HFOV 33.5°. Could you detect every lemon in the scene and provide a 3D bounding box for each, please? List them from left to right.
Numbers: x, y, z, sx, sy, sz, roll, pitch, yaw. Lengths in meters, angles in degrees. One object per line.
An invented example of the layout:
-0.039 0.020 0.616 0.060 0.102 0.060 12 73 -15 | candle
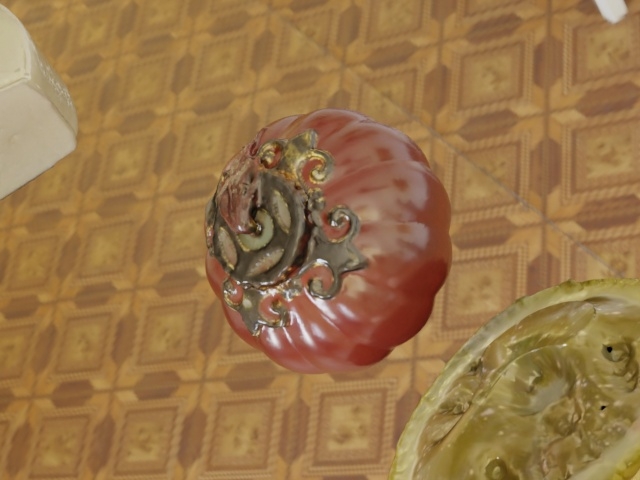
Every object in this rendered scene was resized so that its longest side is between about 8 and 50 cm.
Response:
0.262 0.238 0.942 0.364 0.364 0.364 -16 55 25 | lemon

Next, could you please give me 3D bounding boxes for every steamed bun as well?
-0.352 -0.113 0.931 0.241 0.146 0.164 -31 65 -5 | steamed bun

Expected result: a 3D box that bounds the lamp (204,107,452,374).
0.000 0.000 0.895 0.227 0.227 0.227 -16 55 25 | lamp
